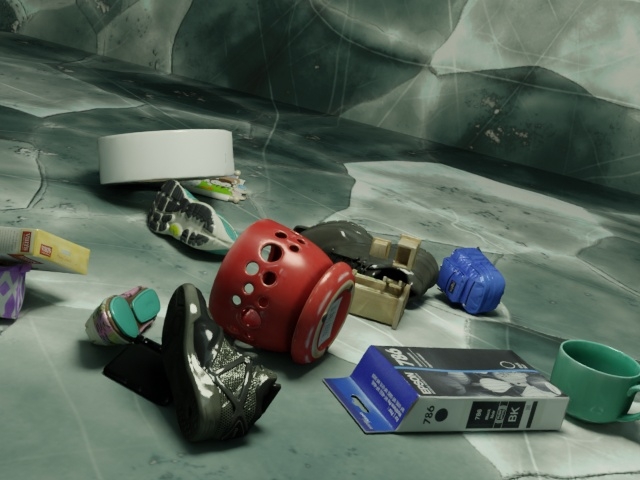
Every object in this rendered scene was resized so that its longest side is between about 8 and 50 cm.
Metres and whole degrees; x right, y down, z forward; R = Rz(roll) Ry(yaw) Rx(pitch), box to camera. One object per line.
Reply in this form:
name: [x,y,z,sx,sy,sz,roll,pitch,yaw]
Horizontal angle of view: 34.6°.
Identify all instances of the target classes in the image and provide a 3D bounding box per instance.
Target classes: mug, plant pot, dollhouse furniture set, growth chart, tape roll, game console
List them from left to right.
game console: [-0.217,0.187,1.420,0.122,0.071,0.107,23,-10,29]
tape roll: [-0.330,-0.176,2.191,0.286,0.100,0.286,-4,2,0]
growth chart: [-0.255,-0.139,2.417,0.171,0.021,0.237,10,19,-5]
plant pot: [-0.050,0.084,1.573,0.174,0.191,0.191,25,20,16]
dollhouse furniture set: [0.074,0.045,1.819,0.181,0.161,0.101,16,17,9]
mug: [0.425,0.230,1.585,0.129,0.097,0.158,9,18,-11]

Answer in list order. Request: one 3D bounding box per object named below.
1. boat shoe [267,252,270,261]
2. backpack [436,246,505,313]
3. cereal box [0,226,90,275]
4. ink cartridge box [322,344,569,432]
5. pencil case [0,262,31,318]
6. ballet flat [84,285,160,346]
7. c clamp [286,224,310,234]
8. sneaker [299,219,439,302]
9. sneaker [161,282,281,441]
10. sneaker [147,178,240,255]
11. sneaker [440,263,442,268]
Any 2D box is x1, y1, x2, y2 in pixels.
boat shoe: [-0.074,0.064,1.806,0.064,0.075,0.206,10,22,-19]
backpack: [0.286,0.085,1.962,0.101,0.098,0.120,-10,39,-31]
cereal box: [-0.493,0.011,1.546,0.240,0.047,0.173,4,-10,15]
ink cartridge box: [0.185,0.218,1.518,0.332,0.065,0.165,3,20,-26]
pencil case: [-0.527,0.059,1.478,0.206,0.088,0.086,9,20,-15]
ballet flat: [-0.297,0.115,1.500,0.079,0.077,0.221,-21,5,8]
c clamp: [0.000,0.000,2.074,0.160,0.022,0.137,21,-16,-2]
sneaker: [0.077,0.043,1.943,0.286,0.109,0.130,13,26,15]
sneaker: [-0.133,0.161,1.349,0.130,0.087,0.228,10,44,-35]
sneaker: [-0.249,-0.034,2.003,0.110,0.107,0.275,28,4,-42]
sneaker: [0.288,0.072,2.112,0.043,0.040,0.109,-17,26,-27]
